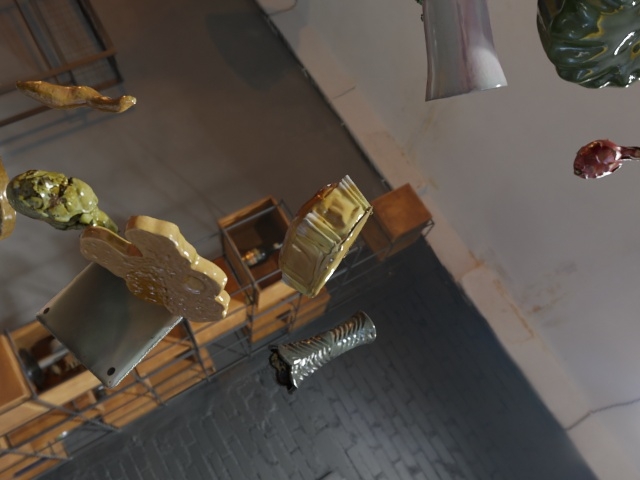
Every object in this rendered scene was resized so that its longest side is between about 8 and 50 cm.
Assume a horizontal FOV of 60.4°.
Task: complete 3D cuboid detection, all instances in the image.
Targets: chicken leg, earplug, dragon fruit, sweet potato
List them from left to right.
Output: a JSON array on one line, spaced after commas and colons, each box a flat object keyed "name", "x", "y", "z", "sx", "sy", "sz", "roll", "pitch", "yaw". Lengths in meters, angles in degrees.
[{"name": "chicken leg", "x": -0.400, "y": -0.046, "z": 0.902, "sx": 0.227, "sy": 0.103, "sz": 0.088, "roll": 45, "pitch": 37, "yaw": -55}, {"name": "sweet potato", "x": -0.364, "y": -0.215, "z": 0.823, "sx": 0.044, "sy": 0.178, "sz": 0.044, "roll": -171, "pitch": -90, "yaw": -87}, {"name": "earplug", "x": 0.281, "y": -0.457, "z": 1.148, "sx": 0.172, "sy": 0.172, "sz": 0.302, "roll": 15, "pitch": -61, "yaw": 66}, {"name": "dragon fruit", "x": 0.706, "y": -0.207, "z": 1.336, "sx": 0.094, "sy": 0.190, "sz": 0.094, "roll": -14, "pitch": 90, "yaw": -86}]

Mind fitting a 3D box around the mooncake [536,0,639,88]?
[{"name": "mooncake", "x": 0.634, "y": -0.486, "z": 1.150, "sx": 0.351, "sy": 0.350, "sz": 0.188, "roll": 96, "pitch": -4, "yaw": -59}]

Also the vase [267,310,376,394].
[{"name": "vase", "x": 0.010, "y": 0.235, "z": 1.207, "sx": 0.115, "sy": 0.237, "sz": 0.116, "roll": 38, "pitch": -42, "yaw": 44}]

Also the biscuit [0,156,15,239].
[{"name": "biscuit", "x": -0.763, "y": -0.122, "z": 1.243, "sx": 0.272, "sy": 0.049, "sz": 0.258, "roll": -3, "pitch": -80, "yaw": 45}]

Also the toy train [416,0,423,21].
[{"name": "toy train", "x": 0.336, "y": -0.692, "z": 1.597, "sx": 0.081, "sy": 0.099, "sz": 0.149, "roll": -108, "pitch": 172, "yaw": -50}]

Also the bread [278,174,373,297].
[{"name": "bread", "x": 0.000, "y": 0.000, "z": 1.002, "sx": 0.107, "sy": 0.136, "sz": 0.241, "roll": 38, "pitch": -30, "yaw": 7}]

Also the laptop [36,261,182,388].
[{"name": "laptop", "x": -0.341, "y": 0.109, "z": 0.902, "sx": 0.269, "sy": 0.188, "sz": 0.015, "roll": 24, "pitch": -28, "yaw": 37}]

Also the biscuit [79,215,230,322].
[{"name": "biscuit", "x": -0.206, "y": 0.046, "z": 0.744, "sx": 0.236, "sy": 0.143, "sz": 0.040, "roll": 54, "pitch": 38, "yaw": -49}]
